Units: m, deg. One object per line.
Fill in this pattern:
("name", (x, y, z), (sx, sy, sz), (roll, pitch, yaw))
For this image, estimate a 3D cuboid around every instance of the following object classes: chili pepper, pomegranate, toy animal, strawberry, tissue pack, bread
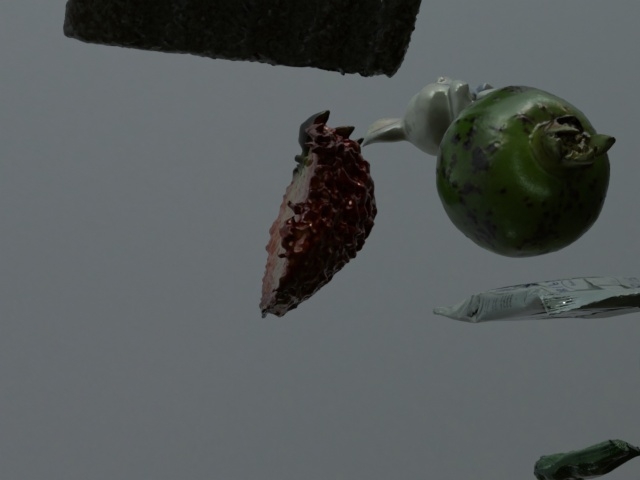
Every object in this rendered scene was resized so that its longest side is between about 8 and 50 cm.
("chili pepper", (0.468, 0.392, 1.667), (0.098, 0.224, 0.061), (5, -112, -33))
("pomegranate", (0.251, -0.090, 1.118), (0.211, 0.263, 0.211), (5, -108, -16))
("toy animal", (0.282, -0.231, 2.051), (0.196, 0.367, 0.241), (-5, -73, -50))
("strawberry", (0.000, 0.000, 1.259), (0.233, 0.137, 0.306), (114, 169, -47))
("tissue pack", (0.167, 0.041, 0.651), (0.122, 0.193, 0.026), (-2, -97, -14))
("bread", (-0.086, -0.299, 1.119), (0.416, 0.113, 0.165), (4, -60, -13))
